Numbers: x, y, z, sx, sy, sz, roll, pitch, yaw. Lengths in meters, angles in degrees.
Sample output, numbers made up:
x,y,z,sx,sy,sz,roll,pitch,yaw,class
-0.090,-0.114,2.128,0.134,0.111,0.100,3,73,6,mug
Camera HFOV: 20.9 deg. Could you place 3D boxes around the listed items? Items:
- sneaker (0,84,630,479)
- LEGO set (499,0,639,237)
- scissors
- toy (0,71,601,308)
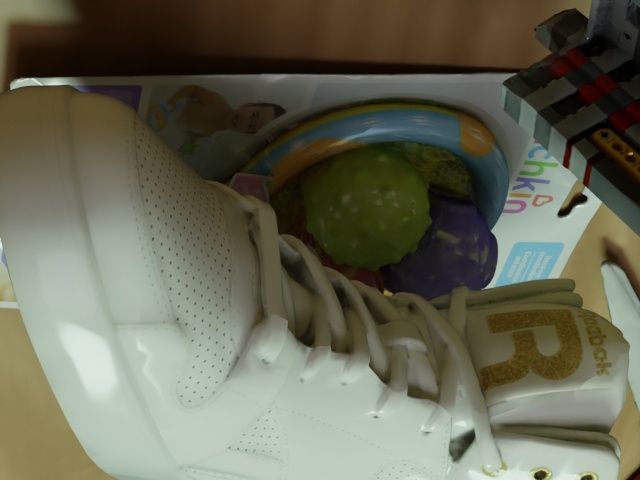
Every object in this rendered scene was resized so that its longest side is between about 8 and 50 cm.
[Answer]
x,y,z,sx,sy,sz,roll,pitch,yaw,class
0.012,0.029,0.568,0.169,0.108,0.292,-13,148,8,sneaker
0.174,-0.120,0.470,0.255,0.192,0.331,-35,150,-15,LEGO set
0.161,0.095,0.836,0.109,0.021,0.297,-26,142,24,scissors
0.000,0.000,0.646,0.237,0.056,0.137,2,143,-14,toy
